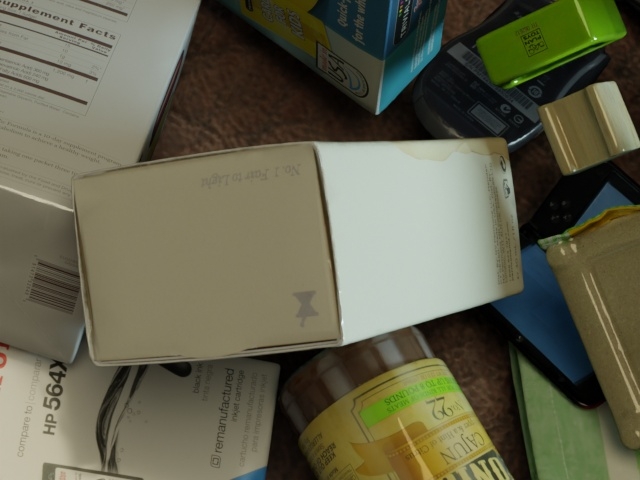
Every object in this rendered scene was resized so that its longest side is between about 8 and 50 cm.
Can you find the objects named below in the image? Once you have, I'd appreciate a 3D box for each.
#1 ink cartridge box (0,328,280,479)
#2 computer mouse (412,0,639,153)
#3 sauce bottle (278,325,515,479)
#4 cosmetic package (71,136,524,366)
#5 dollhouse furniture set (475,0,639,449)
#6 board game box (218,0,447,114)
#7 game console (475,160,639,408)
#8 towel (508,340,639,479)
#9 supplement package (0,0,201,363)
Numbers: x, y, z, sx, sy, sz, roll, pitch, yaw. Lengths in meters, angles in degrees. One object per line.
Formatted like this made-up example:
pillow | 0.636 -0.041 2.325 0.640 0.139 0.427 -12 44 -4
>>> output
ink cartridge box | -0.140 0.141 1.097 0.203 0.086 0.148 10 68 -8
computer mouse | 0.188 -0.114 1.272 0.184 0.060 0.262 36 57 7
sauce bottle | 0.098 0.214 1.035 0.111 0.111 0.344 -25 70 -18
cosmetic package | 0.000 0.000 1.036 0.160 0.309 0.113 -6 90 24
dollhouse furniture set | 0.258 -0.034 1.146 0.198 0.151 0.301 -23 86 25
board game box | -0.062 -0.263 1.135 0.336 0.254 0.079 37 68 15
game console | 0.188 0.024 1.186 0.144 0.124 0.085 45 27 23
towel | 0.298 0.158 1.166 0.325 0.038 0.248 5 46 -8
supplement package | -0.177 -0.068 1.094 0.134 0.139 0.244 19 45 -4
